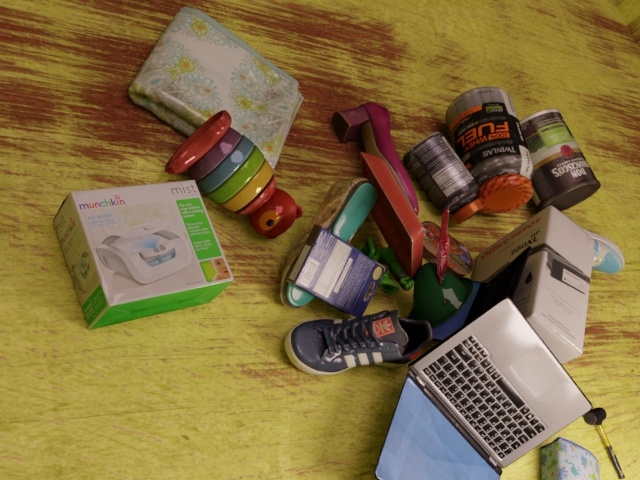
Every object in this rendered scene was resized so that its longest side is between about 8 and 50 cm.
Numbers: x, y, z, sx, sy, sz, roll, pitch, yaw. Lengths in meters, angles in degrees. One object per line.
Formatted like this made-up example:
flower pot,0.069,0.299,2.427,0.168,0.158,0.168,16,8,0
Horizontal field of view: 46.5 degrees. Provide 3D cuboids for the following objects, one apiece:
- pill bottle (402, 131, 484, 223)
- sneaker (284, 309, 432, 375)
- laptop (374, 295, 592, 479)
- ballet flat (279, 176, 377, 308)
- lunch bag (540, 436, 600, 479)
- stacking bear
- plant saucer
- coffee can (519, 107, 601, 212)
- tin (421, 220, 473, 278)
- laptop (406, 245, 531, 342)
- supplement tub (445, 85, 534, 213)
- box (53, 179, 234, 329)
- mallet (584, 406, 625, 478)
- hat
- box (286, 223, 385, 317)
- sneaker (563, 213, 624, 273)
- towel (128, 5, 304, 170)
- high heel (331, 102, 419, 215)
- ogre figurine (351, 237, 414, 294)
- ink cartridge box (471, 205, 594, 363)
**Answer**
pill bottle,0.345,-0.166,2.050,0.130,0.130,0.245,-28,81,-44
sneaker,0.093,0.205,1.600,0.350,0.148,0.131,1,62,-36
laptop,0.359,0.409,1.556,0.382,0.408,0.236,49,10,-23
ballet flat,0.000,0.000,1.673,0.123,0.123,0.348,38,74,-12
lunch bag,0.611,0.567,1.796,0.151,0.096,0.128,23,49,-11
stacking bear,-0.168,-0.125,1.618,0.289,0.175,0.164,46,11,-18
plant saucer,0.175,-0.054,1.750,0.048,0.259,0.258,-25,63,-5
coffee can,0.720,-0.244,2.338,0.202,0.201,0.275,-6,66,-40
tin,0.323,0.027,1.973,0.190,0.040,0.106,37,42,-12
laptop,0.342,0.119,1.751,0.137,0.264,0.234,35,46,0
supplement tub,0.496,-0.262,2.174,0.207,0.207,0.338,10,56,-32
box,-0.336,0.020,1.414,0.262,0.127,0.231,-9,70,-40
mallet,0.754,0.538,1.969,0.062,0.039,0.189,1,65,-38
hat,0.240,0.073,1.729,0.183,0.173,0.208,54,47,-18
box,0.038,0.073,1.622,0.225,0.036,0.136,32,81,-39
sneaker,0.773,0.063,2.233,0.319,0.127,0.208,27,46,-8
towel,-0.228,-0.355,1.766,0.374,0.090,0.320,31,47,-17
high heel,0.194,-0.221,1.950,0.181,0.127,0.377,-16,65,-32
ogre figurine,0.116,0.064,1.742,0.197,0.097,0.118,-8,56,4
ink cartridge box,0.508,0.144,1.860,0.166,0.285,0.395,37,46,-11
